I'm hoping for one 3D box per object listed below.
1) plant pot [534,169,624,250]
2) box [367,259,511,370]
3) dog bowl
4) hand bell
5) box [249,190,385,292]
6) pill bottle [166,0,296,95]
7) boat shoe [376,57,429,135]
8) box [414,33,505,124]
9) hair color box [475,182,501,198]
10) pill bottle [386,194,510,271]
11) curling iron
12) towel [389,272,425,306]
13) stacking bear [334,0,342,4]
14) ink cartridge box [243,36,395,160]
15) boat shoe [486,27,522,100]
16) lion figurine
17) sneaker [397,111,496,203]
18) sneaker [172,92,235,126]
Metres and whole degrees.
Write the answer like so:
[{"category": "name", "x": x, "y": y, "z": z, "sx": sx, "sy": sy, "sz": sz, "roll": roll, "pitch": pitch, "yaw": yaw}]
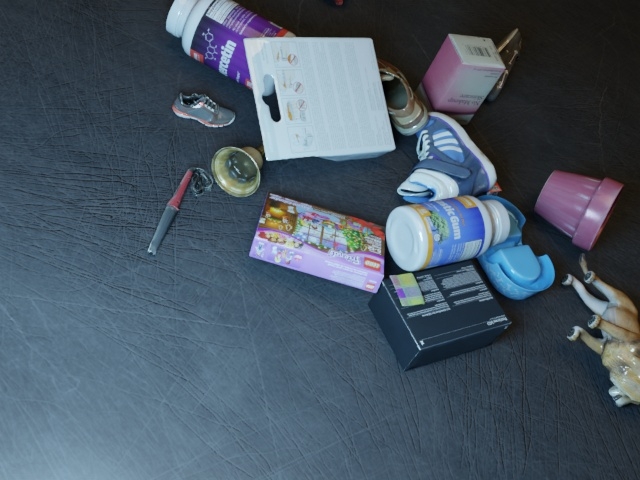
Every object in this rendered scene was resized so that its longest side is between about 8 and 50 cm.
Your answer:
[{"category": "plant pot", "x": 0.691, "y": -0.097, "z": 2.017, "sx": 0.180, "sy": 0.201, "sz": 0.201, "roll": 29, "pitch": 46, "yaw": 21}, {"category": "box", "x": 0.267, "y": 0.165, "z": 1.679, "sx": 0.261, "sy": 0.103, "sz": 0.184, "roll": -10, "pitch": 54, "yaw": -28}, {"category": "dog bowl", "x": 0.470, "y": 0.021, "z": 1.897, "sx": 0.166, "sy": 0.074, "sz": 0.297, "roll": -8, "pitch": 58, "yaw": -27}, {"category": "hand bell", "x": -0.150, "y": -0.213, "z": 1.813, "sx": 0.126, "sy": 0.126, "sz": 0.242, "roll": 34, "pitch": 37, "yaw": 5}, {"category": "box", "x": 0.000, "y": 0.000, "z": 1.680, "sx": 0.293, "sy": 0.057, "sz": 0.201, "roll": 16, "pitch": 34, "yaw": -6}, {"category": "pill bottle", "x": -0.233, "y": -0.527, "z": 1.954, "sx": 0.323, "sy": 0.181, "sz": 0.181, "roll": 28, "pitch": 49, "yaw": 1}, {"category": "boat shoe", "x": 0.184, "y": -0.425, "z": 2.047, "sx": 0.324, "sy": 0.123, "sz": 0.116, "roll": 53, "pitch": 7, "yaw": 38}, {"category": "box", "x": 0.394, "y": -0.456, "z": 2.128, "sx": 0.148, "sy": 0.232, "sz": 0.127, "roll": -1, "pitch": 55, "yaw": -23}, {"category": "hair color box", "x": 0.426, "y": -0.166, "z": 2.024, "sx": 0.043, "sy": 0.072, "sz": 0.141, "roll": -9, "pitch": 58, "yaw": -29}, {"category": "pill bottle", "x": 0.302, "y": -0.024, "z": 1.735, "sx": 0.272, "sy": 0.152, "sz": 0.152, "roll": -11, "pitch": 59, "yaw": -27}, {"category": "curling iron", "x": -0.316, "y": -0.071, "z": 1.661, "sx": 0.068, "sy": 0.035, "sz": 0.274, "roll": 27, "pitch": 48, "yaw": -1}, {"category": "towel", "x": 0.190, "y": 0.107, "z": 1.623, "sx": 0.060, "sy": 0.009, "sz": 0.083, "roll": -5, "pitch": 56, "yaw": -26}, {"category": "stacking bear", "x": 0.016, "y": -0.886, "z": 2.363, "sx": 0.164, "sy": 0.175, "sz": 0.289, "roll": -19, "pitch": 71, "yaw": -35}, {"category": "ink cartridge box", "x": -0.010, "y": -0.353, "z": 1.883, "sx": 0.385, "sy": 0.091, "sz": 0.308, "roll": -9, "pitch": 86, "yaw": -31}, {"category": "boat shoe", "x": 0.573, "y": -0.557, "z": 2.378, "sx": 0.095, "sy": 0.112, "sz": 0.335, "roll": 45, "pitch": 54, "yaw": -8}, {"category": "lion figurine", "x": 0.724, "y": 0.211, "z": 1.816, "sx": 0.240, "sy": 0.142, "sz": 0.392, "roll": 30, "pitch": 44, "yaw": -8}, {"category": "sneaker", "x": 0.280, "y": -0.206, "z": 1.959, "sx": 0.236, "sy": 0.130, "sz": 0.323, "roll": -22, "pitch": 52, "yaw": -21}, {"category": "sneaker", "x": -0.287, "y": -0.330, "z": 1.855, "sx": 0.158, "sy": 0.065, "sz": 0.061, "roll": 8, "pitch": 52, "yaw": -17}]
